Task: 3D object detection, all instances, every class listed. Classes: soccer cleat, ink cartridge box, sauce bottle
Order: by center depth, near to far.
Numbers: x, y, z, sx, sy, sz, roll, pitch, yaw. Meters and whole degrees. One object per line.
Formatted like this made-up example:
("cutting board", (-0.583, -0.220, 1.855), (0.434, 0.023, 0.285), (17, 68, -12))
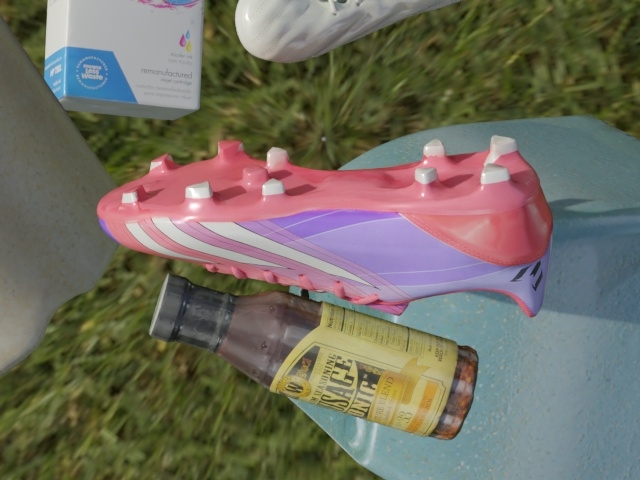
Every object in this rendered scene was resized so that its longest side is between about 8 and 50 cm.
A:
("sauce bottle", (-0.003, 0.044, 0.722), (0.128, 0.042, 0.042), (15, 93, -5))
("soccer cleat", (0.000, 0.000, 0.976), (0.248, 0.083, 0.095), (-3, 114, 16))
("soccer cleat", (0.040, -0.153, 1.039), (0.196, 0.076, 0.068), (-27, 113, -30))
("ink cartridge box", (-0.182, -0.236, 1.724), (0.134, 0.078, 0.231), (4, 84, -23))

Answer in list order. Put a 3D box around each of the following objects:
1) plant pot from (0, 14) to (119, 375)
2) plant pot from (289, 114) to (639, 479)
("plant pot", (-0.312, -0.060, 1.278), (0.334, 0.334, 0.305), (-39, 115, 2))
("plant pot", (0.116, 0.055, 1.239), (0.252, 0.248, 0.247), (2, 108, -28))
